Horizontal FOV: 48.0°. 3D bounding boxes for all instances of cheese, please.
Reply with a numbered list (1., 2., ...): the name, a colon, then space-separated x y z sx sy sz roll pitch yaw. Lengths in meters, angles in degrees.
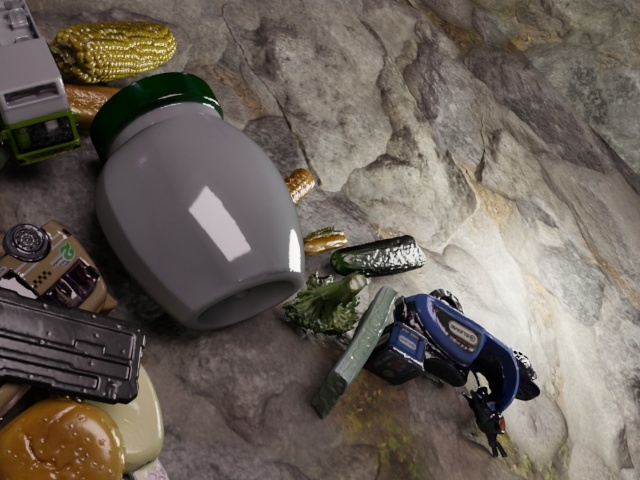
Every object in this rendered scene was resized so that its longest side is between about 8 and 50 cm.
1. cheese: -0.237 0.269 0.914 0.127 0.050 0.255 -17 69 -47

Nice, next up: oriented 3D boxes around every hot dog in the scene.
1. hot dog: -0.315 -0.217 1.238 0.285 0.061 0.088 4 56 -38
2. hot dog: 0.000 0.000 1.340 0.133 0.056 0.041 -14 98 -46

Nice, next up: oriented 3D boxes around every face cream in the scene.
1. face cream: -0.187 -0.056 1.095 0.312 0.219 0.357 -10 64 -44

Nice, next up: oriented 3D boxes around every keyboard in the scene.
1. keyboard: -0.318 0.114 0.801 0.262 0.016 0.106 22 55 -34

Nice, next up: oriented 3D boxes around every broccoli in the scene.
1. broccoli: 0.023 0.094 1.173 0.122 0.204 0.118 34 65 -5

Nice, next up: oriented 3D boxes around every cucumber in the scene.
1. cucumber: 0.112 0.035 1.395 0.241 0.074 0.075 -9 64 -43

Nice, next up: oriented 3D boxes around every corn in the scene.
1. corn: -0.349 -0.328 1.247 0.101 0.101 0.310 48 27 3

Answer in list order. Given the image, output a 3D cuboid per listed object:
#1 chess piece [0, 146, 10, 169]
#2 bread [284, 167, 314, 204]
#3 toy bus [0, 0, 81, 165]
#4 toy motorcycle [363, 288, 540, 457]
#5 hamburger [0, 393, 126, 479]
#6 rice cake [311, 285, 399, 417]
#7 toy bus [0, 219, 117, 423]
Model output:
1. chess piece: -0.532 -0.096 0.904 0.175 0.176 0.298 36 28 -12
2. bread: -0.061 -0.091 1.369 0.052 0.044 0.157 43 40 1
3. toy bus: -0.447 -0.256 1.058 0.113 0.139 0.302 -20 56 -20
4. toy motorcycle: 0.260 0.236 1.327 0.358 0.125 0.213 32 50 -14
5. hamburger: -0.296 0.251 0.827 0.138 0.083 0.147 -32 84 -21
6. rice cake: 0.060 0.180 1.192 0.043 0.127 0.237 33 45 5
7. toy bus: -0.382 0.113 0.851 0.157 0.139 0.289 45 41 -11
